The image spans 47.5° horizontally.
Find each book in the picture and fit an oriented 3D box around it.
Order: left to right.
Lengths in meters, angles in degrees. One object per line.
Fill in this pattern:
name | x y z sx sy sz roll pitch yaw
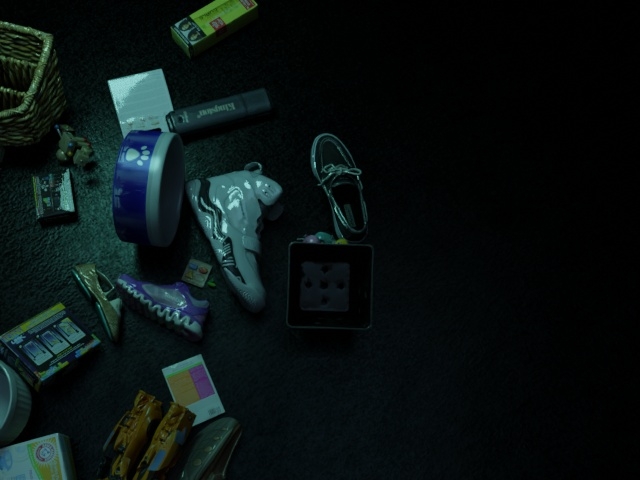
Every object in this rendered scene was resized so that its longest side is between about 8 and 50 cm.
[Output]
book | -0.286 0.340 1.637 0.096 0.035 0.144 -21 73 -15

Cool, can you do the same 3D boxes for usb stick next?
usb stick | -0.257 -0.328 1.876 0.278 0.045 0.077 -17 85 -12

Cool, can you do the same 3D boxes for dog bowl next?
dog bowl | -0.390 -0.120 1.675 0.104 0.265 0.265 6 69 0

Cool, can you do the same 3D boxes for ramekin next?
ramekin | -0.715 0.349 1.535 0.207 0.109 0.207 -3 70 9

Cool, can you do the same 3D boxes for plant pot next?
plant pot | 0.017 0.105 1.665 0.187 0.167 0.188 2 85 -4

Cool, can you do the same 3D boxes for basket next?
basket | -0.791 -0.377 1.723 0.299 0.223 0.213 17 49 7

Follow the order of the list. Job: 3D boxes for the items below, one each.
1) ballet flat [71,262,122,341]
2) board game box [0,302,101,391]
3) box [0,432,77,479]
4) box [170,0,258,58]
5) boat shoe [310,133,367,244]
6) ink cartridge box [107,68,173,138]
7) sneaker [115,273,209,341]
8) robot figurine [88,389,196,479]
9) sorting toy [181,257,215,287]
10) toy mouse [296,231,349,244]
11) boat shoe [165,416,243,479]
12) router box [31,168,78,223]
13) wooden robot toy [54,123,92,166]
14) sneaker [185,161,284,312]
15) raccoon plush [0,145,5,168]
ballet flat | -0.499 0.135 1.678 0.067 0.073 0.206 -26 77 -29
board game box | -0.596 0.232 1.600 0.141 0.048 0.170 40 39 11
box | -0.624 0.485 1.514 0.203 0.103 0.114 -13 72 -10
box | -0.285 -0.591 1.970 0.232 0.058 0.087 -35 75 -16
boat shoe | 0.049 -0.142 1.807 0.113 0.105 0.306 -8 71 -8
ink cartridge box | -0.455 -0.342 1.883 0.145 0.045 0.179 -16 90 -11
sneaker | -0.357 0.135 1.681 0.236 0.095 0.104 29 63 1
robot figurine | -0.391 0.468 1.519 0.211 0.085 0.291 7 58 34
sorting toy | -0.284 0.081 1.743 0.083 0.012 0.062 20 69 3
toy mouse | 0.000 0.000 1.749 0.143 0.161 0.031 17 102 38
boat shoe | -0.260 0.527 1.537 0.116 0.123 0.324 45 66 -24
router box | -0.647 -0.108 1.769 0.092 0.038 0.122 -11 70 -9
wooden robot toy | -0.619 -0.219 1.807 0.173 0.076 0.079 45 111 36
sneaker | -0.163 -0.022 1.725 0.210 0.137 0.366 -25 70 -10
raccoon plush | -0.926 -0.121 1.610 0.216 0.299 0.446 19 69 2
